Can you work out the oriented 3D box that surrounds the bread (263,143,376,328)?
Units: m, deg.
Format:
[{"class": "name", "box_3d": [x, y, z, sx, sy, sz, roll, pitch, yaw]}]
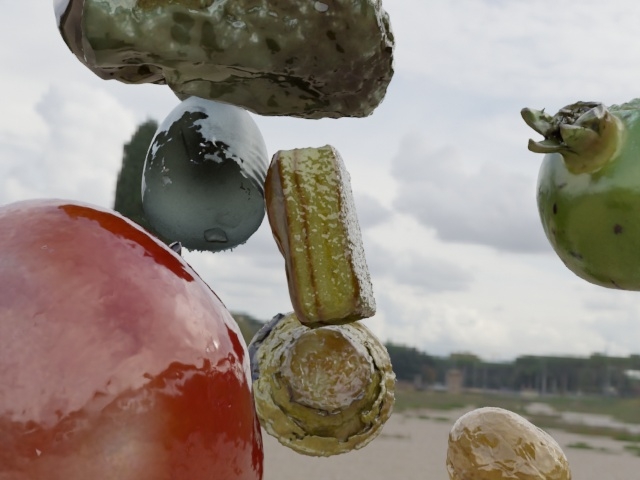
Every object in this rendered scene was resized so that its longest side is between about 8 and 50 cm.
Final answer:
[{"class": "bread", "box_3d": [0.000, 0.000, 1.501, 0.110, 0.234, 0.184, -12, -9, 7]}]

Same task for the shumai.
[{"class": "shumai", "box_3d": [-0.080, -0.164, 0.917, 0.272, 0.204, 0.222, 39, -20, -7]}]

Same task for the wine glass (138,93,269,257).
[{"class": "wine glass", "box_3d": [-0.162, -0.152, 1.637, 0.190, 0.357, 0.190, 1, -46, 1]}]

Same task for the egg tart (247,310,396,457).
[{"class": "egg tart", "box_3d": [0.000, 0.200, 1.605, 0.241, 0.241, 0.106, 5, -25, -6]}]

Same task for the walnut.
[{"class": "walnut", "box_3d": [0.267, 0.326, 1.569, 0.159, 0.159, 0.206, 10, 18, -36]}]

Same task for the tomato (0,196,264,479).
[{"class": "tomato", "box_3d": [-0.200, 0.140, 0.758, 0.321, 0.322, 0.321, 4, -8, 1]}]

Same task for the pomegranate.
[{"class": "pomegranate", "box_3d": [0.376, -0.069, 1.358, 0.340, 0.260, 0.260, 29, -20, -31]}]
